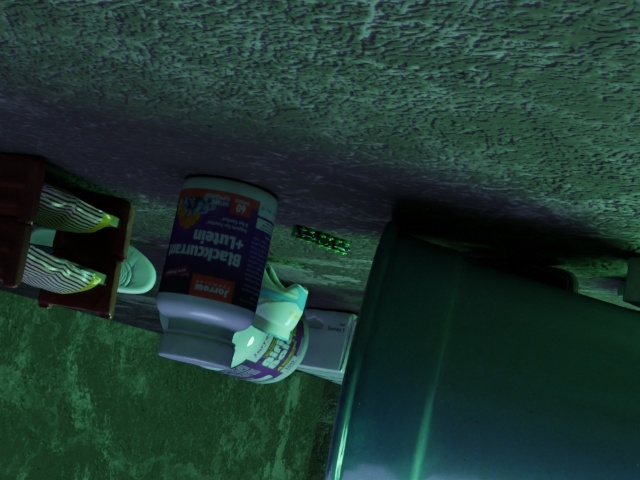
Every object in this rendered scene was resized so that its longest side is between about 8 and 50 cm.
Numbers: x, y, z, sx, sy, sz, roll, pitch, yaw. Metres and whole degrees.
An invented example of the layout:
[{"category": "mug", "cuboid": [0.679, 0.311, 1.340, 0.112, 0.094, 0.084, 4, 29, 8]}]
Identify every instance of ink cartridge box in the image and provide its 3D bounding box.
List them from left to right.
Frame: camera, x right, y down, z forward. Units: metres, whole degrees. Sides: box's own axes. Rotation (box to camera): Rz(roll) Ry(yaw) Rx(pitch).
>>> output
[{"category": "ink cartridge box", "cuboid": [0.069, 0.226, 2.202, 0.201, 0.117, 0.278, 2, 164, 45]}, {"category": "ink cartridge box", "cuboid": [0.355, 0.051, 1.167, 0.083, 0.048, 0.028, 20, 168, -38]}]

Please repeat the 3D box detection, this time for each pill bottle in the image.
[{"category": "pill bottle", "cuboid": [-0.116, 0.037, 1.196, 0.108, 0.193, 0.108, 11, 170, 2]}, {"category": "pill bottle", "cuboid": [-0.145, 0.142, 1.868, 0.169, 0.169, 0.301, 7, 169, 23]}]

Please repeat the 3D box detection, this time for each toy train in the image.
[{"category": "toy train", "cuboid": [0.000, 0.000, 1.369, 0.083, 0.017, 0.024, 18, 177, -34]}]

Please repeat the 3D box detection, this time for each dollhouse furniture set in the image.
[{"category": "dollhouse furniture set", "cuboid": [-0.443, -0.014, 1.394, 0.374, 0.152, 0.201, 6, 168, 28]}]

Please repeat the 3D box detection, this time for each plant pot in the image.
[{"category": "plant pot", "cuboid": [0.200, 0.179, 1.177, 0.334, 0.341, 0.341, 12, 170, 7]}]

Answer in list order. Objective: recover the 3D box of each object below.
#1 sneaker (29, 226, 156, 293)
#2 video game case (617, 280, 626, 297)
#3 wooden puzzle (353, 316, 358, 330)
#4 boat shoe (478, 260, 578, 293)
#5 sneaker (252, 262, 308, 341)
[{"category": "sneaker", "cuboid": [-0.356, 0.032, 1.790, 0.217, 0.079, 0.121, 18, 174, 7]}, {"category": "video game case", "cuboid": [0.465, 0.074, 1.253, 0.173, 0.022, 0.190, 18, 169, -33]}, {"category": "wooden puzzle", "cuboid": [0.177, 0.307, 1.824, 0.322, 0.080, 0.348, 45, -173, -22]}, {"category": "boat shoe", "cuboid": [0.229, 0.053, 1.293, 0.049, 0.056, 0.152, 13, 171, -39]}, {"category": "sneaker", "cuboid": [-0.124, 0.062, 1.665, 0.229, 0.092, 0.087, 29, 177, 17]}]
